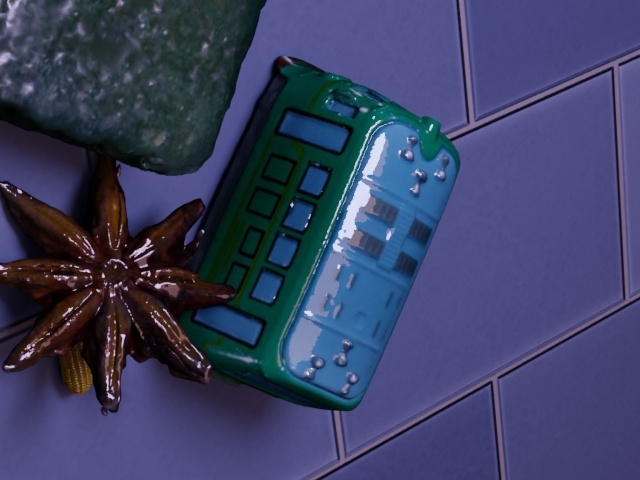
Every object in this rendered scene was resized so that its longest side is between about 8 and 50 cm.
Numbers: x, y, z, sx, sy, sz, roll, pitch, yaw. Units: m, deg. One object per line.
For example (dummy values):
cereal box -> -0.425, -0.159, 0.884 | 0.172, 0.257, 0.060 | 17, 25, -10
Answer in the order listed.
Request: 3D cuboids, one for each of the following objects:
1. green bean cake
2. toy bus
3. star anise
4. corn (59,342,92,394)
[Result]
green bean cake -> -0.200, -0.238, 1.516 | 0.300, 0.169, 0.308 | 21, 89, -45
toy bus -> 0.000, 0.000, 1.754 | 0.183, 0.199, 0.343 | 26, 85, -42
star anise -> -0.209, 0.043, 1.639 | 0.272, 0.102, 0.272 | 8, 69, -22
corn -> -0.240, 0.106, 1.686 | 0.037, 0.037, 0.092 | -17, 118, -37
